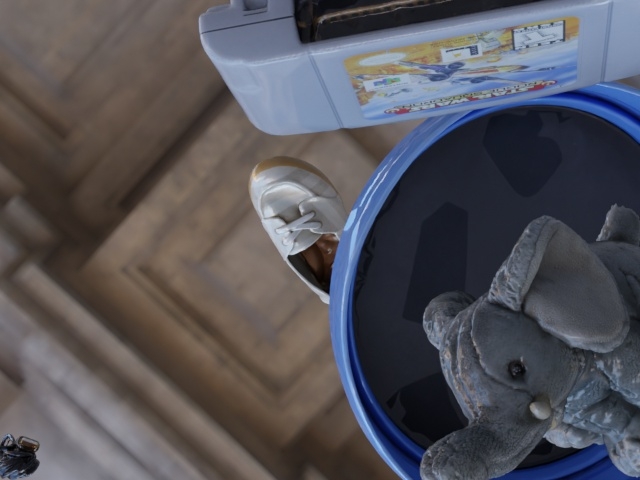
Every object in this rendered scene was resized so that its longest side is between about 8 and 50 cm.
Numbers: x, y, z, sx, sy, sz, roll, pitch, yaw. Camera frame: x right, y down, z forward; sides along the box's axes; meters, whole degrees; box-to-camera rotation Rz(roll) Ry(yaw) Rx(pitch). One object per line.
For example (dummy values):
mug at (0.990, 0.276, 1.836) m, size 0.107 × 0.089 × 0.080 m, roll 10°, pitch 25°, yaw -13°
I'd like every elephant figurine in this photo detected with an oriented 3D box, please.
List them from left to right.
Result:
elephant figurine at (0.146, 0.068, 1.275) m, size 0.239 × 0.169 × 0.186 m, roll 11°, pitch -163°, yaw -36°

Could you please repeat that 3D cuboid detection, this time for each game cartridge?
game cartridge at (0.087, -0.127, 1.186) m, size 0.198 × 0.297 × 0.062 m, roll 61°, pitch -161°, yaw -74°

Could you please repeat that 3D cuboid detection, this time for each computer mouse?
computer mouse at (-0.300, 0.192, 1.431) m, size 0.106 × 0.193 × 0.042 m, roll -11°, pitch 97°, yaw 70°

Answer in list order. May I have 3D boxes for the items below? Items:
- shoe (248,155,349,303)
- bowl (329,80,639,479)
shoe at (0.000, 0.000, 1.847) m, size 0.219 × 0.076 × 0.058 m, roll 53°, pitch -169°, yaw -43°
bowl at (0.187, 0.049, 1.642) m, size 0.391 × 0.391 × 0.077 m, roll 39°, pitch 176°, yaw -23°
